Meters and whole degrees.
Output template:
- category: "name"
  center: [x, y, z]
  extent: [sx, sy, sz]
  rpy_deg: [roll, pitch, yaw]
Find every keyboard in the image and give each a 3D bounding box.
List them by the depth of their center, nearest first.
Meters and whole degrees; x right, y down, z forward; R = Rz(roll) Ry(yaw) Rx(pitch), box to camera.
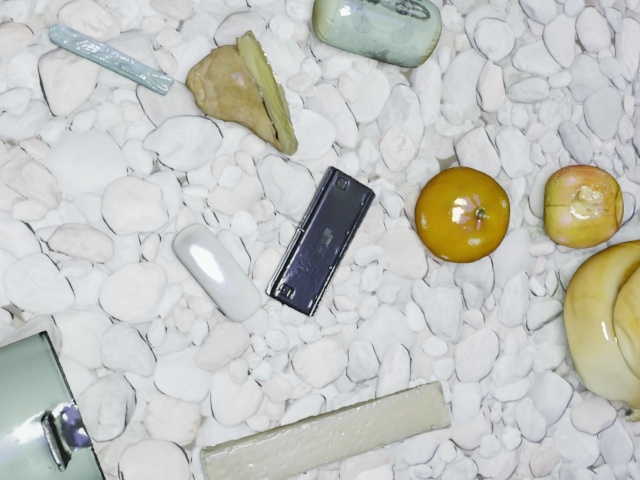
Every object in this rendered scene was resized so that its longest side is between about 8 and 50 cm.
- category: "keyboard"
  center: [0.000, 0.000, 1.087]
  extent: [0.094, 0.025, 0.230]
  rpy_deg: [30, 80, -16]

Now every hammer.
- category: "hammer"
  center: [0.102, -0.433, 1.094]
  extent: [0.202, 0.113, 0.305]
  rpy_deg: [13, 80, -19]

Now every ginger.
- category: "ginger"
  center: [-0.112, -0.198, 1.032]
  extent: [0.123, 0.115, 0.193]
  rpy_deg: [-26, 104, 5]

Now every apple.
- category: "apple"
  center: [0.439, -0.057, 1.162]
  extent: [0.147, 0.146, 0.146]
  rpy_deg: [0, 88, -17]

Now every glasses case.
- category: "glasses case"
  center: [-0.152, 0.048, 1.031]
  extent: [0.063, 0.041, 0.164]
  rpy_deg: [-41, 100, -15]

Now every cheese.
- category: "cheese"
  center: [0.017, 0.305, 1.080]
  extent: [0.401, 0.034, 0.085]
  rpy_deg: [-12, 92, -17]

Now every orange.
- category: "orange"
  center: [0.227, -0.040, 1.106]
  extent: [0.156, 0.124, 0.156]
  rpy_deg: [2, 85, -18]

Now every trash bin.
- category: "trash bin"
  center: [-0.421, 0.255, 0.836]
  extent: [0.263, 0.277, 0.217]
  rpy_deg: [-21, 96, -24]

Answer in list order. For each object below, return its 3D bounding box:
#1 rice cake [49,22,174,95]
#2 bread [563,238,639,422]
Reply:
- category: "rice cake"
  center: [-0.297, -0.258, 0.994]
  extent: [0.180, 0.042, 0.030]
  rpy_deg: [24, 84, -14]
- category: "bread"
  center: [0.616, 0.160, 1.156]
  extent: [0.424, 0.245, 0.328]
  rpy_deg: [14, 85, -20]
